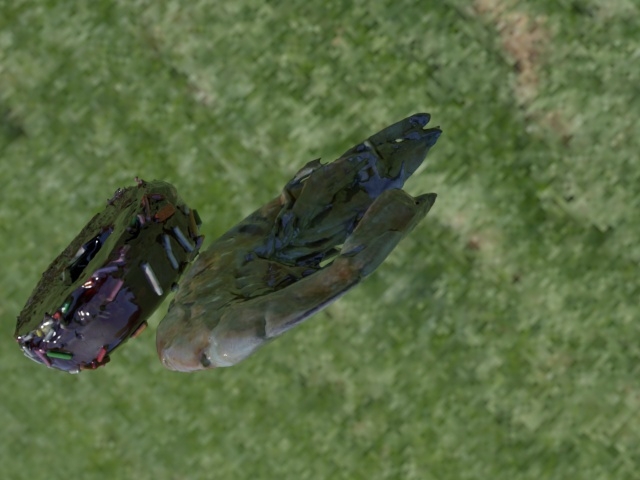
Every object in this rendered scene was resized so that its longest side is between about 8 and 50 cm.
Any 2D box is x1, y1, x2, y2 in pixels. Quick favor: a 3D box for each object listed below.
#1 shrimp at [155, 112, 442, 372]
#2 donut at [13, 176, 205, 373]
[{"bbox_3d":[0.000,0.000,1.395,0.247,0.360,0.085,2,129,57],"label":"shrimp"},{"bbox_3d":[-0.239,0.043,1.774,0.103,0.269,0.270,41,164,-17],"label":"donut"}]
